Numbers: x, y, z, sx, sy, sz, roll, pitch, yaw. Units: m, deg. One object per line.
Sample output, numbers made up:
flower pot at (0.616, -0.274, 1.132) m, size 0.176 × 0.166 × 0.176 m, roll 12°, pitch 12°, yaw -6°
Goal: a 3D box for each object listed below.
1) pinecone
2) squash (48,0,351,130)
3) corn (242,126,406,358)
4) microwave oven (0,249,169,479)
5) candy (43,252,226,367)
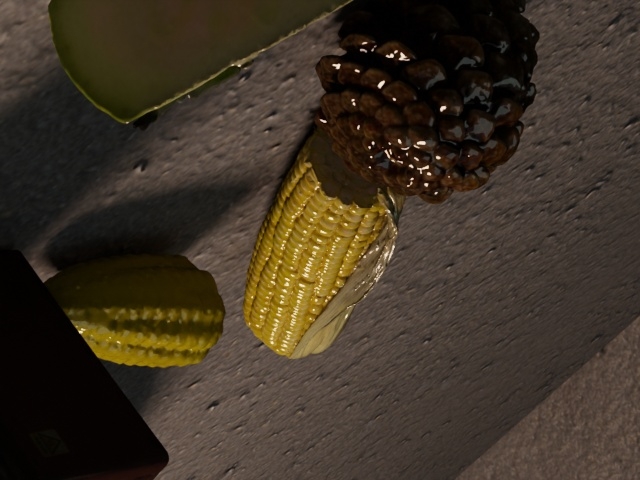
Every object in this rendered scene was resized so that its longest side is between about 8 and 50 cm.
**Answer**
pinecone at (0.095, -0.136, 1.372) m, size 0.205 × 0.179 × 0.184 m, roll -58°, pitch 179°, yaw -22°
squash at (-0.009, -0.164, 1.089) m, size 0.233 × 0.210 × 0.309 m, roll -28°, pitch 159°, yaw 17°
corn at (0.004, -0.001, 1.582) m, size 0.305 × 0.122 × 0.123 m, roll 116°, pitch -2°, yaw -52°
microwave oven at (-0.280, 0.145, 1.273) m, size 0.178 × 0.247 × 0.188 m, roll -50°, pitch 158°, yaw 24°
candy at (-0.176, 0.060, 1.462) m, size 0.094 × 0.106 × 0.199 m, roll -26°, pitch 163°, yaw 29°
